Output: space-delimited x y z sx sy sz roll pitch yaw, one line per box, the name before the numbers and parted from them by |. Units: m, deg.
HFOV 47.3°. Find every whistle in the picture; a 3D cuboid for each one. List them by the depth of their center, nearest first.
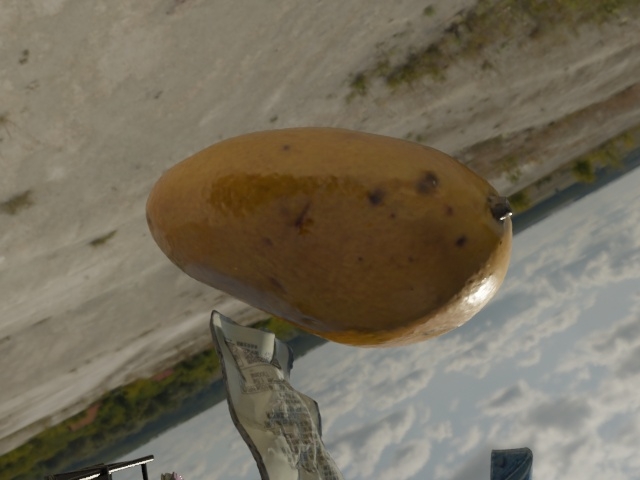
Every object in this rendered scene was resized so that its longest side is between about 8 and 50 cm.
whistle | 0.263 0.440 1.029 0.062 0.304 0.062 1 -172 0

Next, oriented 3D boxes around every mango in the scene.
mango | 0.000 0.000 0.449 0.227 0.109 0.147 5 139 14

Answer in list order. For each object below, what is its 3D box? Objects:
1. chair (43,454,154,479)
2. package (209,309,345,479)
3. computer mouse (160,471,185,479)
chair | -0.397 0.461 1.239 0.141 0.155 0.260 -15 168 20
package | -0.033 0.176 0.671 0.040 0.232 0.166 -32 151 13
computer mouse | -0.257 0.587 1.490 0.072 0.158 0.310 -25 136 -2
